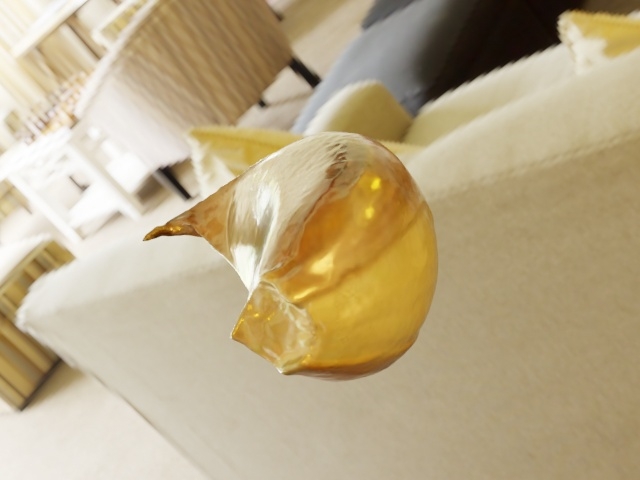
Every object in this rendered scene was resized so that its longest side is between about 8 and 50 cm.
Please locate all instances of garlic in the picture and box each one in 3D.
[{"bbox_3d":[0.003,0.009,0.674,0.128,0.115,0.206,-49,23,-3],"label":"garlic"}]
